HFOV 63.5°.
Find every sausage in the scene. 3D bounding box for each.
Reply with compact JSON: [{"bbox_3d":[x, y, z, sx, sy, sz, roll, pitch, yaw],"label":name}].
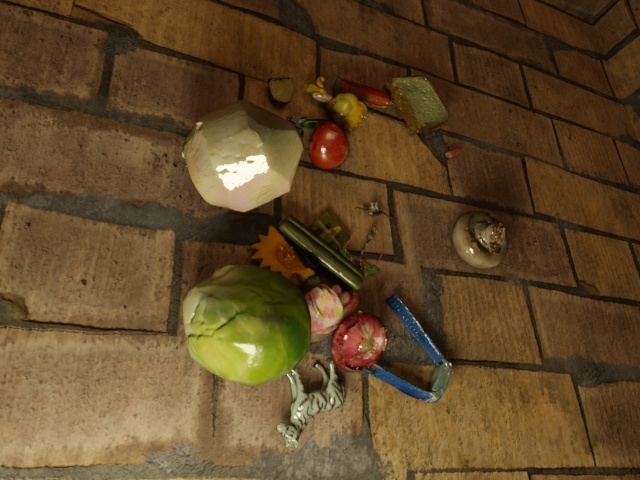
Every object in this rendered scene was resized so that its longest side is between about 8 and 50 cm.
[{"bbox_3d":[0.182,-0.582,2.065,0.263,0.083,0.083,9,60,-24],"label":"sausage"},{"bbox_3d":[0.558,-0.368,2.168,0.083,0.034,0.034,-27,78,-34],"label":"sausage"}]

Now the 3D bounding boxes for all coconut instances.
[{"bbox_3d":[-0.218,-0.263,1.554,0.352,0.352,0.353,12,59,-21],"label":"coconut"}]

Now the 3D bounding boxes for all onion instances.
[{"bbox_3d":[0.099,0.285,1.493,0.183,0.147,0.184,-15,116,-34],"label":"onion"}]

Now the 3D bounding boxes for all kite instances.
[{"bbox_3d":[0.136,0.042,1.728,0.198,0.006,0.244,36,61,-19],"label":"kite"}]

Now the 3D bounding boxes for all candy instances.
[{"bbox_3d":[-0.099,-0.363,1.818,0.093,0.051,0.226,21,58,-9],"label":"candy"}]

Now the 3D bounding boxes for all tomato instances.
[{"bbox_3d":[0.030,-0.329,1.803,0.167,0.167,0.167,12,59,-21],"label":"tomato"}]

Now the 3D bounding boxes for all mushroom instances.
[{"bbox_3d":[0.594,-0.007,1.904,0.226,0.178,0.227,6,69,-18],"label":"mushroom"}]

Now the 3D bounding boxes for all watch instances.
[{"bbox_3d":[0.293,0.350,1.635,0.274,0.068,0.276,30,55,-4],"label":"watch"}]

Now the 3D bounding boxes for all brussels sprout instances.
[{"bbox_3d":[-0.189,0.223,1.343,0.343,0.268,0.344,8,43,-7],"label":"brussels sprout"}]

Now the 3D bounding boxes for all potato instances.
[{"bbox_3d":[-0.142,-0.533,1.883,0.096,0.066,0.103,-4,74,-3],"label":"potato"}]

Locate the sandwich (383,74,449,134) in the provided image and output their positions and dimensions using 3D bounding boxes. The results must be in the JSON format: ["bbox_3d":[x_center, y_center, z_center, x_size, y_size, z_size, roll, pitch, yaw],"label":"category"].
[{"bbox_3d":[0.407,-0.571,2.168,0.226,0.087,0.251,-21,78,-32],"label":"sandwich"}]

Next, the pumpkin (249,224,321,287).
[{"bbox_3d":[-0.110,0.090,1.549,0.130,0.149,0.254,-38,52,-11],"label":"pumpkin"}]

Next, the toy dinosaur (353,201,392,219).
[{"bbox_3d":[0.184,-0.112,1.838,0.180,0.037,0.058,5,57,-26],"label":"toy dinosaur"}]

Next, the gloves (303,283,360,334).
[{"bbox_3d":[0.033,0.196,1.547,0.241,0.126,0.145,-23,73,-28],"label":"gloves"}]

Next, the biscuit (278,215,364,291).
[{"bbox_3d":[0.008,0.032,1.613,0.322,0.038,0.099,39,30,-5],"label":"biscuit"}]

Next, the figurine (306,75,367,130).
[{"bbox_3d":[0.061,-0.515,1.949,0.246,0.131,0.156,36,23,5],"label":"figurine"}]

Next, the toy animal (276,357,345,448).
[{"bbox_3d":[-0.042,0.424,1.408,0.255,0.090,0.170,-30,85,-33],"label":"toy animal"}]

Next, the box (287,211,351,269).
[{"bbox_3d":[0.000,0.000,1.688,0.193,0.030,0.121,-37,85,-35],"label":"box"}]

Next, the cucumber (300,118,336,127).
[{"bbox_3d":[-0.002,-0.432,1.916,0.167,0.039,0.039,-1,65,-25],"label":"cucumber"}]
